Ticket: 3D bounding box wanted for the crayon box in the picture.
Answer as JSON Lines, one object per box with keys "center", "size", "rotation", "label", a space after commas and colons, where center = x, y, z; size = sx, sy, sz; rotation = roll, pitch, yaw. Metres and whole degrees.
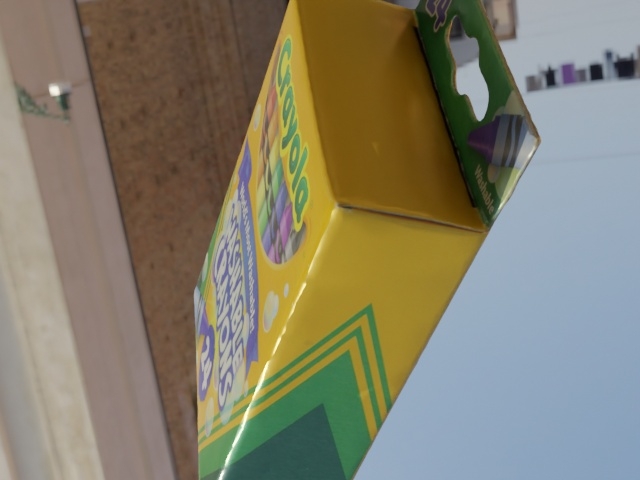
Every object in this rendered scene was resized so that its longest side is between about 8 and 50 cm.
{"center": [0.000, 0.000, 0.618], "size": [0.083, 0.323, 0.203], "rotation": [10, -140, -17], "label": "crayon box"}
